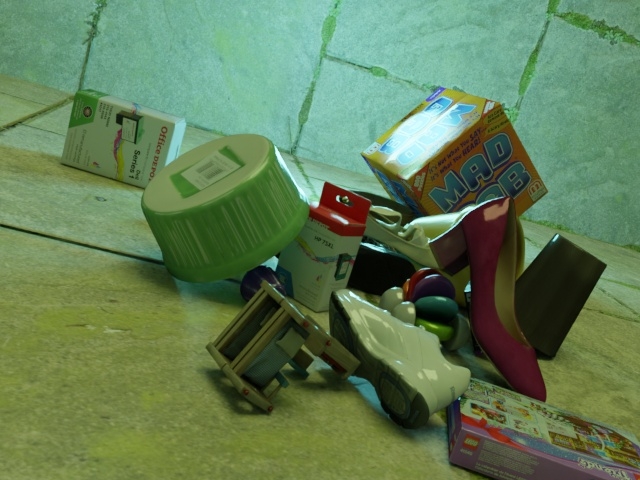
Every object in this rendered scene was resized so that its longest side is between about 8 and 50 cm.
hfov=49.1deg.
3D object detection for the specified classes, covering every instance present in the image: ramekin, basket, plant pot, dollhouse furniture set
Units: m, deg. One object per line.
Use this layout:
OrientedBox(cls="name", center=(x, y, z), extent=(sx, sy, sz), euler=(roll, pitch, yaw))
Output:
OrientedBox(cls="ramekin", center=(-0.186, -0.073, 1.321), extent=(0.303, 0.148, 0.303), euler=(-17, 32, 11))
OrientedBox(cls="basket", center=(0.512, 0.111, 1.554), extent=(0.154, 0.227, 0.204), euler=(29, 11, -15))
OrientedBox(cls="plant pot", center=(0.161, -0.070, 2.151), extent=(0.237, 0.110, 0.237), euler=(16, 13, -4))
OrientedBox(cls="plant pot", center=(0.338, 0.034, 1.726), extent=(0.239, 0.254, 0.254), euler=(8, 4, 44))
OrientedBox(cls="dollhouse furniture set", center=(-0.037, 0.176, 0.996), extent=(0.183, 0.129, 0.129), euler=(44, -4, -37))

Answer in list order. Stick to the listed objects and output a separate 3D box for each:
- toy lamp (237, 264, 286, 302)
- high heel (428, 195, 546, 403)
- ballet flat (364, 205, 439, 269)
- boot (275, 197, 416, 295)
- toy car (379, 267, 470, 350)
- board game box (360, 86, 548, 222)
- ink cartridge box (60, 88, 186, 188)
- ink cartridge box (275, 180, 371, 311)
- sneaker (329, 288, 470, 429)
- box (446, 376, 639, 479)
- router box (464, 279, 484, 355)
OrientedBox(cls="toy lamp", center=(-0.157, 0.053, 1.347), extent=(0.080, 0.080, 0.274), euler=(5, 18, -40))
OrientedBox(cls="high heel", center=(0.351, 0.101, 1.273), extent=(0.127, 0.181, 0.377), euler=(17, 42, -60))
OrientedBox(cls="ballet flat", center=(0.175, -0.016, 1.549), extent=(0.248, 0.086, 0.086), euler=(26, 12, -12))
OrientedBox(cls="boot", center=(0.034, -0.017, 1.664), extent=(0.377, 0.138, 0.284), euler=(19, 21, -10))
OrientedBox(cls="toy car", center=(0.213, 0.127, 1.382), extent=(0.159, 0.136, 0.182), euler=(14, 14, -13))
OrientedBox(cls="board game box", center=(0.415, -0.216, 2.223), extent=(0.357, 0.356, 0.356), euler=(52, -3, -28))
OrientedBox(cls="ink cartridge box", center=(-0.529, -0.269, 1.896), extent=(0.278, 0.202, 0.117), euler=(17, 14, -3))
OrientedBox(cls="ink cartridge box", center=(0.001, 0.008, 1.390), extent=(0.134, 0.231, 0.078), euler=(27, 16, 35))
OrientedBox(cls="sneaker", center=(0.110, 0.170, 1.093), extent=(0.129, 0.111, 0.297), euler=(-15, 38, -27))
OrientedBox(cls="box", center=(0.330, 0.299, 1.016), extent=(0.293, 0.057, 0.201), euler=(19, 13, 6))
OrientedBox(cls="router box", center=(0.338, 0.148, 1.456), extent=(0.046, 0.133, 0.179), euler=(-8, 7, 18))
